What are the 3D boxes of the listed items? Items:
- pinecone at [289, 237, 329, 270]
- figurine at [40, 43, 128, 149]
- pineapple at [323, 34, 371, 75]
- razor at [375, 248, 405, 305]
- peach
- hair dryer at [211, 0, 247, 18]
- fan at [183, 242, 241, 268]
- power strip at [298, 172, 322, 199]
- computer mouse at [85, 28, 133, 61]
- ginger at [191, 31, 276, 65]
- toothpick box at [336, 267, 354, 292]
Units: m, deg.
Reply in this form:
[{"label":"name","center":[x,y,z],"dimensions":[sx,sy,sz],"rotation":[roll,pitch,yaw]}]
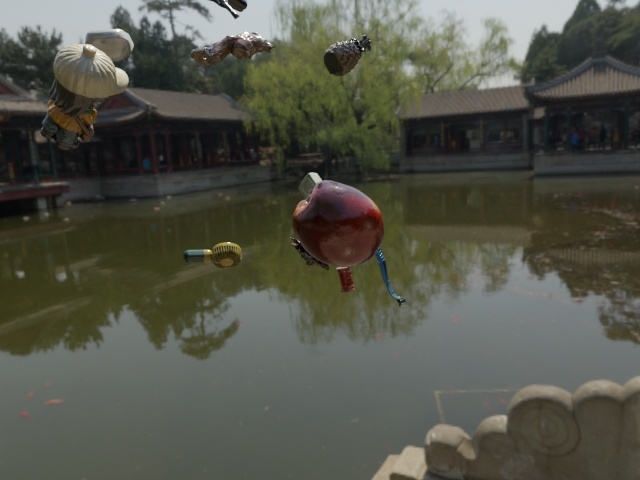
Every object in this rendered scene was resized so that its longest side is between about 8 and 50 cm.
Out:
[{"label":"pinecone","center":[0.006,0.002,2.431],"dimensions":[0.264,0.264,0.264],"rotation":[-4,10,1]},{"label":"figurine","center":[-0.746,-0.434,1.611],"dimensions":[0.185,0.332,0.204],"rotation":[38,9,-2]},{"label":"pineapple","center":[0.099,-0.619,1.735],"dimensions":[0.197,0.108,0.108],"rotation":[-42,29,-28]},{"label":"razor","center":[0.250,0.130,1.998],"dimensions":[0.042,0.253,0.082],"rotation":[-25,-8,19]},{"label":"peach","center":[0.044,-0.033,1.348],"dimensions":[0.243,0.243,0.199],"rotation":[8,55,50]},{"label":"hair dryer","center":[-0.319,-0.783,1.733],"dimensions":[0.303,0.120,0.359],"rotation":[15,30,-48]},{"label":"fan","center":[-0.290,0.045,1.426],"dimensions":[0.155,0.082,0.039],"rotation":[-1,53,-11]},{"label":"power strip","center":[-0.006,-0.139,1.696],"dimensions":[0.042,0.175,0.075],"rotation":[-8,-35,-46]},{"label":"computer mouse","center":[-0.853,-0.786,2.156],"dimensions":[0.184,0.121,0.297],"rotation":[-14,16,-16]},{"label":"ginger","center":[-0.284,-0.603,1.683],"dimensions":[0.290,0.122,0.084],"rotation":[-27,-21,-33]},{"label":"toothpick box","center":[0.081,0.125,1.701],"dimensions":[0.047,0.083,0.047],"rotation":[-13,4,1]}]
